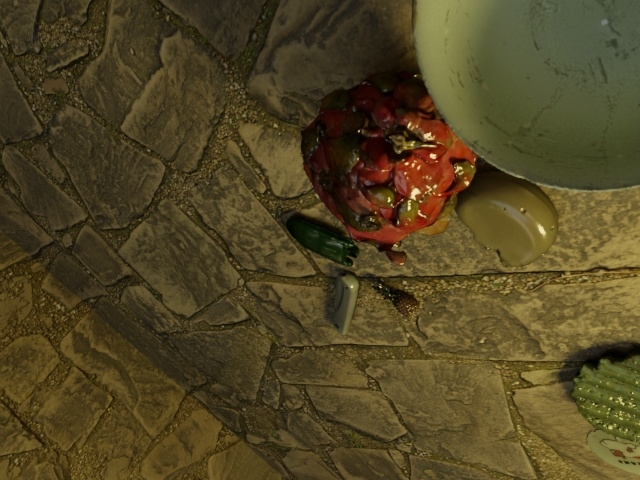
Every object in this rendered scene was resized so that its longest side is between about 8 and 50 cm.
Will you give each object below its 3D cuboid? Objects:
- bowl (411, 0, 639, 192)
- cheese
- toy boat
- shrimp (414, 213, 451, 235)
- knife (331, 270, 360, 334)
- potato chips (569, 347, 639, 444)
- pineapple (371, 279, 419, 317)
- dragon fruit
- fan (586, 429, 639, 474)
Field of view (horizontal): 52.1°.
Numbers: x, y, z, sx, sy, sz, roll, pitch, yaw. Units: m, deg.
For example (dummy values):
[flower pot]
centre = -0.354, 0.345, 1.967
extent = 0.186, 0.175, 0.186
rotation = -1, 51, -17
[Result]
[bowl]
centre = 0.352, -0.288, 0.819
extent = 0.435, 0.196, 0.434
rotation = 10, 109, 30
[cheese]
centre = 0.348, -0.051, 1.245
extent = 0.202, 0.091, 0.175
rotation = 41, 146, -2
[toy boat]
centre = 0.000, 0.000, 1.650
extent = 0.210, 0.052, 0.104
rotation = 24, 146, 21
[shrimp]
centre = 0.196, -0.082, 1.390
extent = 0.187, 0.051, 0.132
rotation = 31, 134, -3
[knife]
centre = 0.064, 0.173, 1.807
extent = 0.073, 0.040, 0.265
rotation = 36, 148, 22
[potato chips]
centre = 0.756, 0.364, 1.385
extent = 0.429, 0.070, 0.358
rotation = 21, 145, 23
[pineapple]
centre = 0.188, 0.139, 1.650
extent = 0.124, 0.058, 0.058
rotation = 39, 146, 10
[dragon fruit]
centre = 0.152, -0.160, 1.101
extent = 0.314, 0.296, 0.263
rotation = 53, 148, 1
[fan]
centre = 0.720, 0.476, 1.600
extent = 0.191, 0.009, 0.329
rotation = -10, 124, 48
